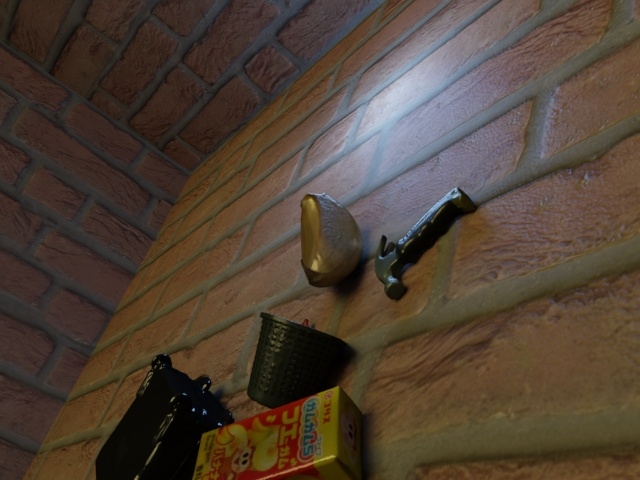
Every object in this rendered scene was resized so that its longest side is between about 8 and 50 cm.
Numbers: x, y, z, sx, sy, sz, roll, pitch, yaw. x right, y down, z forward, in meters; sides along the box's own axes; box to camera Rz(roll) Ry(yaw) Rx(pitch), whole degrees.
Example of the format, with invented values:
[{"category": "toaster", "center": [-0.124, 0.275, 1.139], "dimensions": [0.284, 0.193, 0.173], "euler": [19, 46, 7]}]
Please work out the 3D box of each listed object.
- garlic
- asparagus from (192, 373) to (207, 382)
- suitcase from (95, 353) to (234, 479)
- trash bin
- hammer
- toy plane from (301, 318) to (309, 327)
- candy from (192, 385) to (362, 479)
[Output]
[{"category": "garlic", "center": [0.008, 0.012, 1.413], "dimensions": [0.146, 0.164, 0.244], "euler": [-26, 37, 21]}, {"category": "asparagus", "center": [-0.331, 0.375, 1.776], "dimensions": [0.114, 0.014, 0.015], "euler": [-36, 62, 41]}, {"category": "suitcase", "center": [-0.357, 0.460, 1.466], "dimensions": [0.339, 0.188, 0.345], "euler": [-55, 23, -6]}, {"category": "trash bin", "center": [-0.055, 0.235, 1.236], "dimensions": [0.175, 0.176, 0.160], "euler": [3, 72, 65]}, {"category": "hammer", "center": [0.187, -0.008, 1.232], "dimensions": [0.226, 0.041, 0.158], "euler": [-47, 24, 20]}, {"category": "toy plane", "center": [-0.071, 0.221, 1.435], "dimensions": [0.145, 0.037, 0.060], "euler": [-50, 26, 15]}, {"category": "candy", "center": [-0.070, 0.349, 1.063], "dimensions": [0.276, 0.088, 0.146], "euler": [-22, 31, 20]}]
